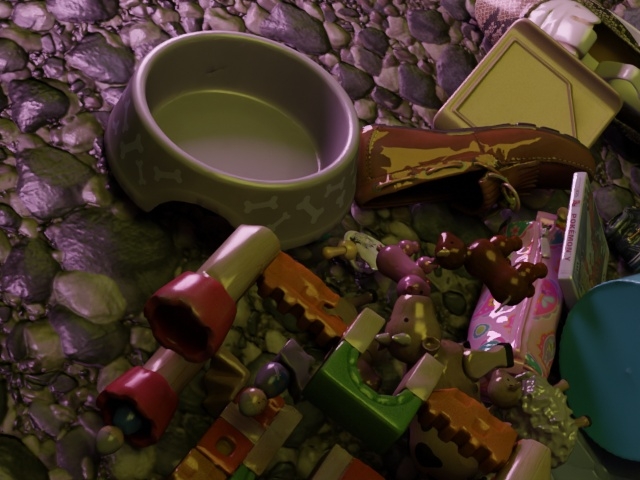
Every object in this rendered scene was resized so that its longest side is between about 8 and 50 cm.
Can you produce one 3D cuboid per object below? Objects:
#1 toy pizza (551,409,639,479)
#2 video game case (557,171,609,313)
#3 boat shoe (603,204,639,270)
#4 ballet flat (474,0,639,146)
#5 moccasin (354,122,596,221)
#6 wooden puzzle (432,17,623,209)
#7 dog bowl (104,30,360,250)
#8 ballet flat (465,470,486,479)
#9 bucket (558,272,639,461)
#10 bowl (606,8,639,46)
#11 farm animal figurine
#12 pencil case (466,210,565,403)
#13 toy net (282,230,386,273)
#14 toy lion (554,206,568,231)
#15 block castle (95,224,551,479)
[{"bbox_3d":[0.365,0.317,1.571,0.201,0.032,0.201,22,41,-21],"label":"toy pizza"},{"bbox_3d":[0.380,0.034,1.686,0.023,0.201,0.183,-1,55,25],"label":"video game case"},{"bbox_3d":[0.523,-0.033,1.887,0.083,0.065,0.183,45,50,5],"label":"boat shoe"},{"bbox_3d":[0.476,-0.287,1.953,0.482,0.164,0.182,35,7,-4],"label":"ballet flat"},{"bbox_3d":[0.226,-0.092,1.713,0.380,0.139,0.147,1,66,-22],"label":"moccasin"},{"bbox_3d":[0.327,-0.200,1.859,0.221,0.044,0.239,40,78,2],"label":"wooden puzzle"},{"bbox_3d":[-0.105,-0.145,1.562,0.348,0.102,0.349,11,46,-12],"label":"dog bowl"},{"bbox_3d":[0.191,0.356,1.434,0.058,0.084,0.250,12,48,-19],"label":"ballet flat"},{"bbox_3d":[0.469,0.163,1.574,0.183,0.281,0.281,-6,61,-37],"label":"bucket"},{"bbox_3d":[0.525,-0.355,2.123,0.142,0.053,0.142,35,50,-1],"label":"bowl"},{"bbox_3d":[0.121,0.144,1.405,0.172,0.330,0.327,-10,77,-41],"label":"farm animal figurine"},{"bbox_3d":[0.277,0.092,1.631,0.124,0.124,0.284,29,50,-7],"label":"pencil case"},{"bbox_3d":[0.000,0.000,1.604,0.232,0.045,0.122,18,29,-20],"label":"toy net"},{"bbox_3d":[0.376,0.004,1.809,0.100,0.034,0.096,33,56,-4],"label":"toy lion"},{"bbox_3d":[-0.013,0.232,1.259,0.453,0.303,0.213,38,49,2],"label":"block castle"}]
